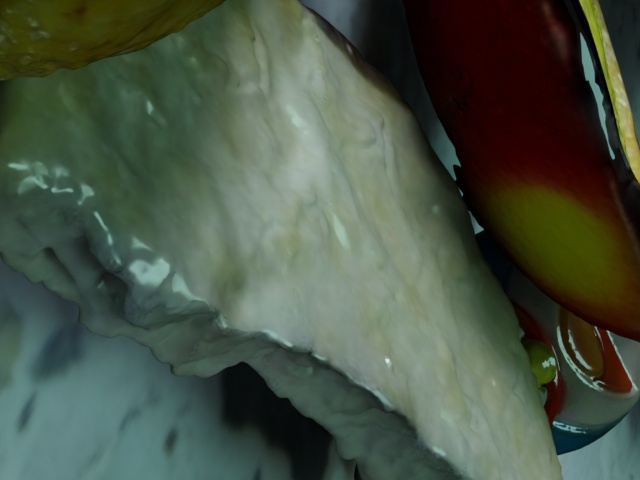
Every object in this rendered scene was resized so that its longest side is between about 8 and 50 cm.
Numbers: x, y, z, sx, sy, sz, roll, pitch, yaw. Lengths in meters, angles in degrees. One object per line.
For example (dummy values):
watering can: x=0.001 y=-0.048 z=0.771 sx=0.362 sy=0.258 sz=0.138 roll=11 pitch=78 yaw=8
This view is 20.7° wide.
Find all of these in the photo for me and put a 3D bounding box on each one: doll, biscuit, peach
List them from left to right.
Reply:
biscuit: x=-0.002 y=-0.004 z=0.496 sx=0.250 sy=0.032 sz=0.133 roll=37 pitch=43 yaw=-41
peach: x=0.055 y=-0.097 z=0.575 sx=0.189 sy=0.068 sz=0.279 roll=54 pitch=22 yaw=-67
doll: x=0.065 y=0.042 z=0.625 sx=0.152 sy=0.085 sz=0.114 roll=-23 pitch=95 yaw=-48

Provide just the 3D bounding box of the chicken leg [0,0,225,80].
chicken leg: x=-0.027 y=-0.097 z=0.419 sx=0.251 sy=0.107 sz=0.087 roll=-40 pitch=124 yaw=-65
